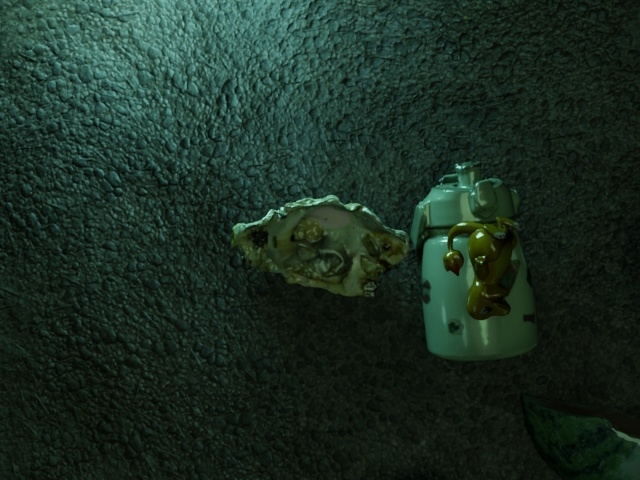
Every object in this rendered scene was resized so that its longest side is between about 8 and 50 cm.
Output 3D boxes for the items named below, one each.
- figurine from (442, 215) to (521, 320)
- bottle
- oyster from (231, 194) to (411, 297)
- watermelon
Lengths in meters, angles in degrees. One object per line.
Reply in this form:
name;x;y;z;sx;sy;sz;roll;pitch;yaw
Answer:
figurine;0.262;0.048;1.267;0.122;0.121;0.176;10;108;32
bottle;0.278;0.031;1.411;0.229;0.229;0.352;-9;95;5
oyster;0.000;-0.004;1.510;0.354;0.107;0.201;12;121;-1
watermelon;0.533;0.385;1.409;0.176;0.260;0.256;-44;102;-11
